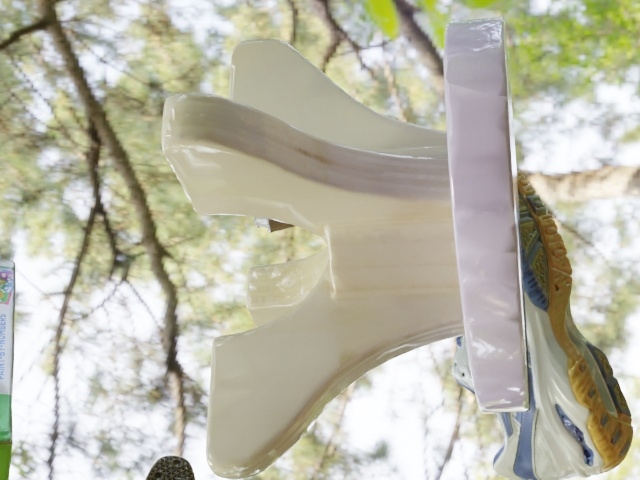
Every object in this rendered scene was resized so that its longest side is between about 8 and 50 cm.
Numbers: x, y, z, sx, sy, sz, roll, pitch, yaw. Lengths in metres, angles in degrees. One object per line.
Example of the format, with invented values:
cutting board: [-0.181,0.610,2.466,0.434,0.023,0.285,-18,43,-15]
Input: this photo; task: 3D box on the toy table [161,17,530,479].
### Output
toy table: [0.026,0.001,0.628,0.274,0.160,0.252,76,-166,-50]

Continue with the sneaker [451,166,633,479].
sneaker: [0.156,0.070,1.028,0.112,0.131,0.297,-5,-105,-57]

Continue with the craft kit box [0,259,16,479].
craft kit box: [-0.275,0.180,0.928,0.060,0.247,0.250,4,-63,-19]

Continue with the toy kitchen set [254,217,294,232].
toy kitchen set: [0.000,0.000,0.984,0.083,0.068,0.075,-15,-80,-22]

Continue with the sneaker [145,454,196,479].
sneaker: [-0.187,0.346,1.400,0.066,0.071,0.188,11,-134,-12]
